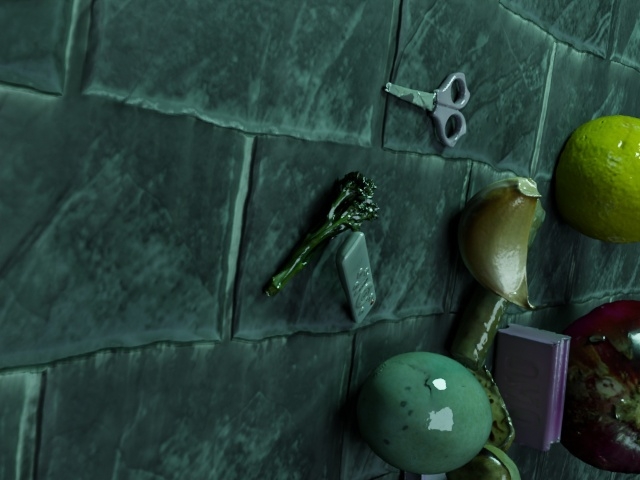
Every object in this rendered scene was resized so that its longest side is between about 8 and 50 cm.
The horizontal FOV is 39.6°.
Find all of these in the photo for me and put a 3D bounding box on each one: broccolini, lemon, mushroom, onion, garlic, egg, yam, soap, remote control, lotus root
[{"bbox_3d":[0.008,0.001,1.090,0.201,0.058,0.074,-55,130,-28],"label":"broccolini"},{"bbox_3d":[0.573,-0.109,1.658,0.240,0.219,0.240,-24,123,-45],"label":"lemon"},{"bbox_3d":[0.273,0.393,1.445,0.087,0.107,0.333,-59,154,-14],"label":"mushroom"},{"bbox_3d":[0.601,0.274,1.768,0.385,0.347,0.348,-64,161,-82],"label":"onion"},{"bbox_3d":[0.279,0.000,1.395,0.115,0.128,0.207,-72,156,-75],"label":"garlic"},{"bbox_3d":[0.146,0.241,1.244,0.236,0.169,0.169,24,81,-54],"label":"egg"},{"bbox_3d":[0.295,0.063,1.472,0.317,0.067,0.071,-63,166,-17],"label":"yam"},{"bbox_3d":[0.370,0.258,1.579,0.065,0.122,0.203,-12,108,-51],"label":"soap"},{"bbox_3d":[0.044,0.049,1.146,0.050,0.027,0.184,-53,155,-20],"label":"remote control"},{"bbox_3d":[0.270,0.297,1.497,0.135,0.095,0.159,59,14,-48],"label":"lotus root"}]

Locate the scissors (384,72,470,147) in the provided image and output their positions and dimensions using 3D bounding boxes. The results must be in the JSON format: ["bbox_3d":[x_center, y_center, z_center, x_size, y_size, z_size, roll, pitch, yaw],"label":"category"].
[{"bbox_3d":[0.154,-0.196,1.254,0.212,0.021,0.110,5,94,-53],"label":"scissors"}]

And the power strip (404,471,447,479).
[{"bbox_3d":[0.169,0.473,1.398,0.109,0.037,0.279,19,69,-53],"label":"power strip"}]
